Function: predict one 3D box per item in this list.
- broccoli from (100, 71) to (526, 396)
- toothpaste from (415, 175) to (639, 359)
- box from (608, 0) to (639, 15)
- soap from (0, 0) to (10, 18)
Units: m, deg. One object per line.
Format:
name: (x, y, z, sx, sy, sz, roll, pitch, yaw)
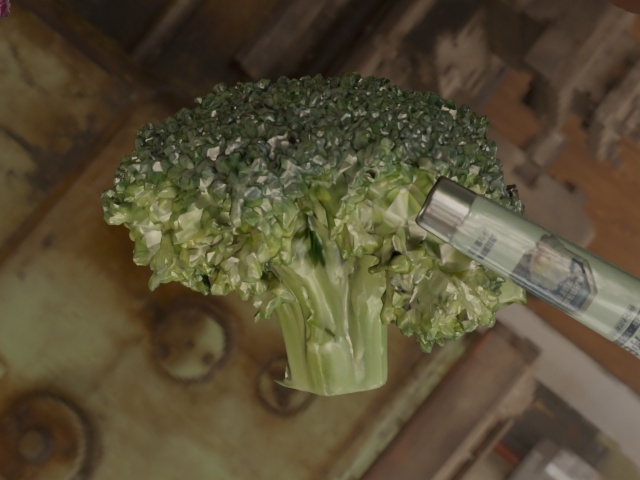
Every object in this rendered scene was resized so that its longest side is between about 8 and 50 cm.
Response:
broccoli: (0.011, -0.020, 1.258, 0.338, 0.317, 0.277, -35, -166, 2)
toothpaste: (0.172, 0.031, 0.910, 0.062, 0.239, 0.039, -61, 180, 34)
box: (0.424, -0.321, 1.230, 0.229, 0.339, 0.239, -56, 148, -17)
soap: (-0.316, -0.271, 1.056, 0.162, 0.250, 0.099, -9, -169, 35)
